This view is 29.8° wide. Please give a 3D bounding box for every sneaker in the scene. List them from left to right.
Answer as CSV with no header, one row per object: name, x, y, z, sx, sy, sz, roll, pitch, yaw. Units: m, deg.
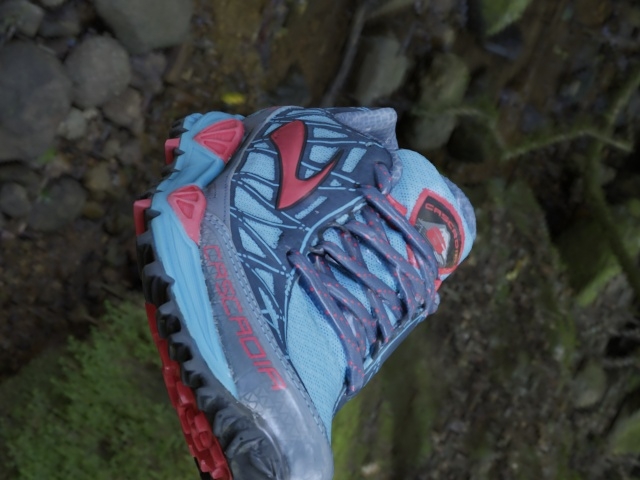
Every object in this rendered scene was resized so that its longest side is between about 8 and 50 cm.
sneaker,0.000,0.000,0.471,0.262,0.125,0.104,-95,173,-63
